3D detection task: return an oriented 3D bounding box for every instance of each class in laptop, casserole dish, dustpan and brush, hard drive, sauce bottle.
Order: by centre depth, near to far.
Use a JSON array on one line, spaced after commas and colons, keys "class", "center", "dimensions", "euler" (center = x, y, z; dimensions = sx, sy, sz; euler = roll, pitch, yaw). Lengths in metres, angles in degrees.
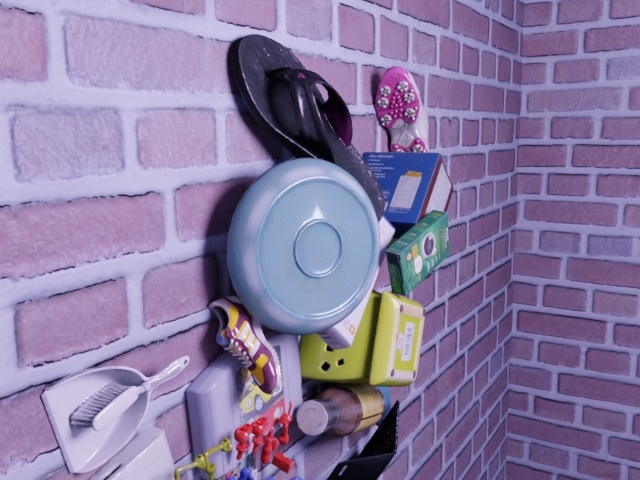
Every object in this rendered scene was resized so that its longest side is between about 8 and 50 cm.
[{"class": "dustpan and brush", "center": [-0.277, 0.221, 0.921], "dimensions": [0.211, 0.060, 0.147], "euler": [-39, 126, -51]}, {"class": "hard drive", "center": [-0.281, 0.471, 0.973], "dimensions": [0.203, 0.040, 0.307], "euler": [-38, 125, -51]}, {"class": "sauce bottle", "center": [0.048, 0.373, 1.407], "dimensions": [0.344, 0.111, 0.111], "euler": [26, 72, -66]}, {"class": "laptop", "center": [0.071, 0.511, 1.484], "dimensions": [0.264, 0.136, 0.234], "euler": [-73, -171, -60]}, {"class": "casserole dish", "center": [0.141, 0.397, 1.622], "dimensions": [0.037, 0.114, 0.188], "euler": [-14, 113, -16]}]

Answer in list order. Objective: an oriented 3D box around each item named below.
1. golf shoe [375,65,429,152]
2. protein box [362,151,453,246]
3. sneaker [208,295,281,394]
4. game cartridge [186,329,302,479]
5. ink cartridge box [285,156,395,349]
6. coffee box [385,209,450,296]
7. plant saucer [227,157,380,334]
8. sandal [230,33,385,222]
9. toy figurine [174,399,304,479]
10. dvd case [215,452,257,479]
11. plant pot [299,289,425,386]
[{"class": "golf shoe", "center": [0.215, -0.331, 1.640], "dimensions": [0.306, 0.115, 0.140], "euler": [70, 28, -46]}, {"class": "protein box", "center": [0.182, -0.090, 1.508], "dimensions": [0.136, 0.200, 0.201], "euler": [56, 49, -47]}, {"class": "sneaker", "center": [-0.134, 0.182, 1.094], "dimensions": [0.084, 0.069, 0.185], "euler": [-5, 58, -40]}, {"class": "game cartridge", "center": [-0.129, 0.282, 1.192], "dimensions": [0.294, 0.060, 0.196], "euler": [-26, 112, -55]}, {"class": "ink cartridge box", "center": [0.000, 0.000, 1.254], "dimensions": [0.303, 0.072, 0.307], "euler": [46, 46, -26]}, {"class": "coffee box", "center": [0.211, 0.024, 1.362], "dimensions": [0.184, 0.040, 0.113], "euler": [-38, 130, -35]}, {"class": "plant saucer", "center": [-0.011, 0.013, 1.123], "dimensions": [0.317, 0.044, 0.317], "euler": [-3, 95, -33]}, {"class": "sandal", "center": [0.009, -0.210, 1.197], "dimensions": [0.446, 0.107, 0.167], "euler": [49, 47, -27]}, {"class": "toy figurine", "center": [-0.069, 0.436, 1.059], "dimensions": [0.362, 0.217, 0.191], "euler": [-6, 115, -63]}, {"class": "dvd case", "center": [-0.157, 0.435, 1.201], "dimensions": [0.119, 0.013, 0.087], "euler": [-13, 105, -57]}, {"class": "plant pot", "center": [0.103, 0.213, 1.419], "dimensions": [0.227, 0.207, 0.228], "euler": [23, 73, -58]}]
